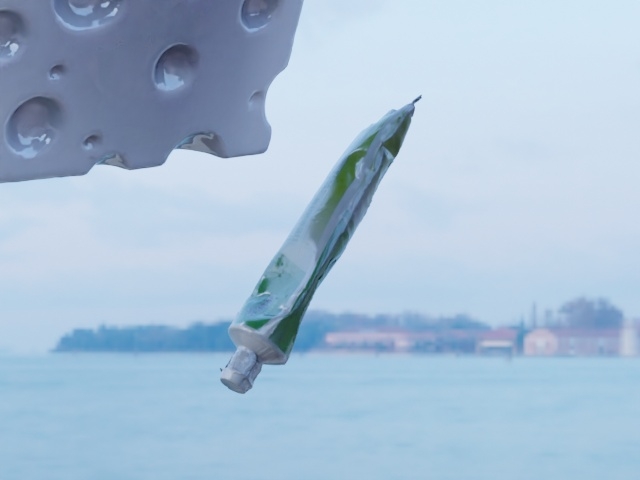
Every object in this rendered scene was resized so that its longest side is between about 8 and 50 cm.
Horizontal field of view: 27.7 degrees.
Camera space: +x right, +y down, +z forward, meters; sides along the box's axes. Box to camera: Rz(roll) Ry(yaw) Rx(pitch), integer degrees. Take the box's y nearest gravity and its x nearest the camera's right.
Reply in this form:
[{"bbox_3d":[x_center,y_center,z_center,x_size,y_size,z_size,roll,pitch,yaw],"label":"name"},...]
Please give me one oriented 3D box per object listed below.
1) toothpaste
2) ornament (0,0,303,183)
[{"bbox_3d":[0.000,0.000,0.926,0.047,0.248,0.078,35,-20,-12],"label":"toothpaste"},{"bbox_3d":[-0.169,-0.197,0.820,0.239,0.240,0.239,-10,36,-42],"label":"ornament"}]
